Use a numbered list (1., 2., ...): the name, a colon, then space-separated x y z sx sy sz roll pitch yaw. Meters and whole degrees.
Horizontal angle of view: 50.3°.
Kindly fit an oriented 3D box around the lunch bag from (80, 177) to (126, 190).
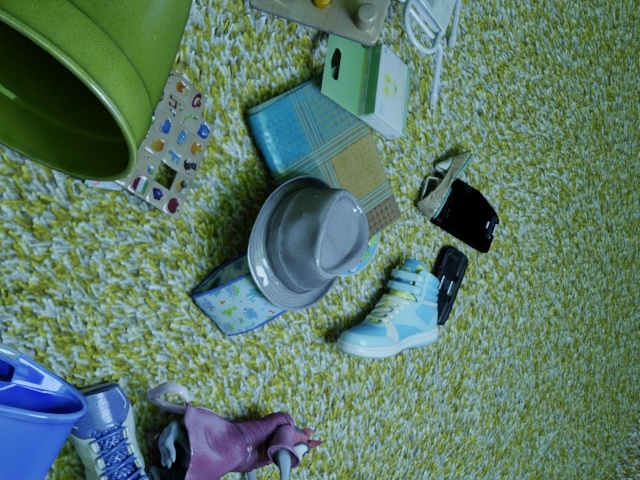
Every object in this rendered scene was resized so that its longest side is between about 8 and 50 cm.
1. lunch bag: -0.366 -0.129 1.148 0.071 0.053 0.083 5 85 -41

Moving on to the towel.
1. towel: 0.017 -0.153 1.432 0.271 0.040 0.370 -33 111 -30

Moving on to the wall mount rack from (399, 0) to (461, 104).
1. wall mount rack: 0.236 -0.487 1.488 0.304 0.130 0.350 43 54 -31

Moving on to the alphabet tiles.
1. alphabet tiles: -0.280 -0.185 1.197 0.198 0.009 0.237 37 64 -44

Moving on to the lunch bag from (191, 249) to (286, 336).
1. lunch bag: -0.156 0.108 1.332 0.151 0.096 0.129 -33 121 3

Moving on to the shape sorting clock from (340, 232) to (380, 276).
1. shape sorting clock: 0.062 -0.021 1.514 0.206 0.040 0.206 -8 103 -37

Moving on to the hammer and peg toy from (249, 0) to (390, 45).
1. hammer and peg toy: 0.030 -0.572 1.282 0.266 0.127 0.361 16 86 -3

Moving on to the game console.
1. game console: 0.338 0.037 1.743 0.213 0.044 0.361 28 80 -36

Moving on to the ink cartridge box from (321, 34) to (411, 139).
1. ink cartridge box: 0.103 -0.337 1.438 0.235 0.056 0.171 27 65 -47

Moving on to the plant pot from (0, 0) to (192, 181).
1. plant pot: -0.344 -0.335 0.968 0.366 0.366 0.353 43 60 -35

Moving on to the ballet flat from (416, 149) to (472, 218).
1. ballet flat: 0.298 -0.150 1.662 0.067 0.073 0.206 32 73 0

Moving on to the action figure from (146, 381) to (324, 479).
1. action figure: -0.165 0.402 1.349 0.370 0.248 0.275 -4 74 -37

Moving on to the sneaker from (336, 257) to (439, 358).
1. sneaker: 0.160 0.149 1.571 0.319 0.127 0.208 -6 104 -47

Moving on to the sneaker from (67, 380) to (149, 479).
1. sneaker: -0.340 0.410 1.180 0.127 0.182 0.315 -15 107 -37

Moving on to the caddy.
1. caddy: -0.511 0.224 0.977 0.341 0.241 0.179 26 88 -39

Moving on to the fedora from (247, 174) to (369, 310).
1. fedora: 0.000 0.000 1.296 0.275 0.124 0.243 -52 123 -36
